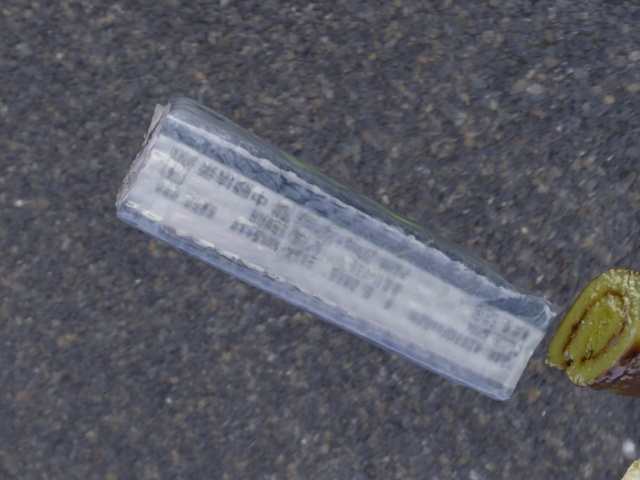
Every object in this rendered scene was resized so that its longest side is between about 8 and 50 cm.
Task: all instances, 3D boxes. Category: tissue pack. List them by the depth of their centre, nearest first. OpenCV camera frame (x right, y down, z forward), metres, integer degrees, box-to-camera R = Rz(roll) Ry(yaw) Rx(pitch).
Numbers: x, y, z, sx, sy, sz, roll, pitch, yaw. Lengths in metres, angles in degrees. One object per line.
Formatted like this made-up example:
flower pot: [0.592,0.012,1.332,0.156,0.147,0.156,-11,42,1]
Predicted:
tissue pack: [0.000,0.000,1.054,0.394,0.288,0.124,28,91,-12]

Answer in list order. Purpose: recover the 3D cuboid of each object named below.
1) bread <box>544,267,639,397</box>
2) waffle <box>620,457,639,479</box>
bread: [0.327,0.099,1.062,0.132,0.172,0.103,-61,37,20]
waffle: [0.337,0.214,0.862,0.248,0.055,0.221,-50,121,-7]
